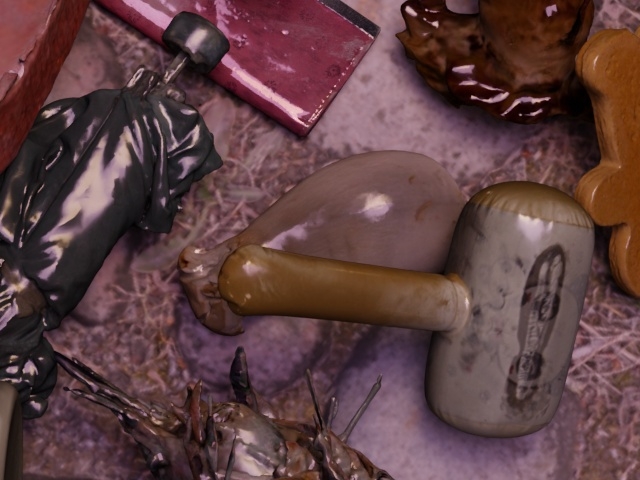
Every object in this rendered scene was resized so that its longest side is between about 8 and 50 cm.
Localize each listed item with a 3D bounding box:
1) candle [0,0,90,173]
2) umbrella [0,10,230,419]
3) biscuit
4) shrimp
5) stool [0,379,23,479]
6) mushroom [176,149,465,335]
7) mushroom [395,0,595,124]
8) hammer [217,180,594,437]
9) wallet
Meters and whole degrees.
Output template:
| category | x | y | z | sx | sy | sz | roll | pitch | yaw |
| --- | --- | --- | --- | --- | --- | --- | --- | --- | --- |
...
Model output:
| category | x | y | z | sx | sy | sz | roll | pitch | yaw |
| --- | --- | --- | --- | --- | --- | --- | --- | --- | --- |
| candle | -0.305 | -0.183 | 1.379 | 0.287 | 0.131 | 0.317 | -27 | 67 | -13 |
| umbrella | -0.187 | -0.029 | 1.389 | 0.143 | 0.094 | 0.349 | 37 | 78 | -14 |
| biscuit | 0.257 | -0.066 | 1.448 | 0.158 | 0.035 | 0.240 | -18 | 112 | -36 |
| shrimp | -0.026 | 0.168 | 1.361 | 0.372 | 0.137 | 0.172 | 43 | 35 | -6 |
| stool | -0.315 | 0.195 | 1.272 | 0.198 | 0.195 | 0.195 | 1 | 77 | -3 |
| mushroom | 0.000 | 0.000 | 1.415 | 0.225 | 0.093 | 0.116 | -16 | 101 | -17 |
| mushroom | 0.151 | -0.317 | 1.409 | 0.331 | 0.334 | 0.356 | 22 | 64 | -5 |
| hammer | 0.060 | 0.045 | 1.344 | 0.305 | 0.113 | 0.202 | 5 | 99 | -28 |
| wallet | -0.077 | -0.192 | 1.482 | 0.232 | 0.025 | 0.119 | 34 | 75 | 1 |
